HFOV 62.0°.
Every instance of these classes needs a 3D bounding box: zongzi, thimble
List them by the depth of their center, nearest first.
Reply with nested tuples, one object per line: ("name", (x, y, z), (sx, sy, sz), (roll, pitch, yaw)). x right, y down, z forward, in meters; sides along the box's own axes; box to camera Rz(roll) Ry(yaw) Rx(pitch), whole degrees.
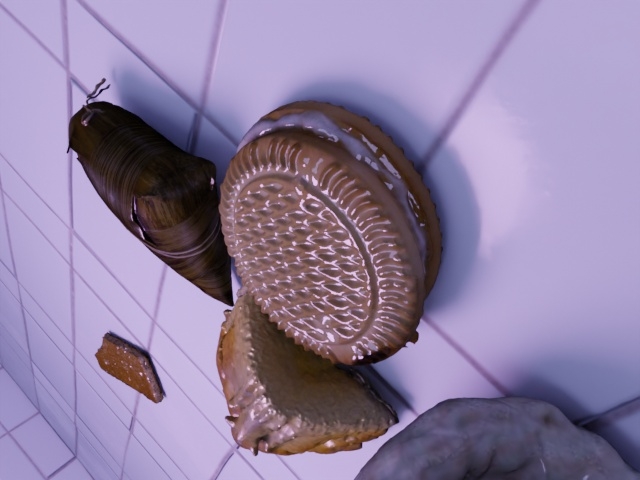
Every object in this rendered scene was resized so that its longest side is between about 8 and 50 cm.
("thimble", (0.140, 0.286, 0.423), (0.291, 0.291, 0.195), (37, 144, 19))
("zongzi", (-0.213, -0.044, 0.679), (0.248, 0.111, 0.241), (36, 150, 30))

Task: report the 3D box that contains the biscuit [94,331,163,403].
("biscuit", (-0.426, 0.261, 1.150), (0.237, 0.026, 0.131), (13, 124, 39))

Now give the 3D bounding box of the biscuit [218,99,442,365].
("biscuit", (0.000, 0.000, 0.510), (0.259, 0.079, 0.259), (24, 132, 30))

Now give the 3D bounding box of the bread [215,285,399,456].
("bread", (-0.047, 0.185, 0.630), (0.251, 0.133, 0.174), (44, 139, 3))
